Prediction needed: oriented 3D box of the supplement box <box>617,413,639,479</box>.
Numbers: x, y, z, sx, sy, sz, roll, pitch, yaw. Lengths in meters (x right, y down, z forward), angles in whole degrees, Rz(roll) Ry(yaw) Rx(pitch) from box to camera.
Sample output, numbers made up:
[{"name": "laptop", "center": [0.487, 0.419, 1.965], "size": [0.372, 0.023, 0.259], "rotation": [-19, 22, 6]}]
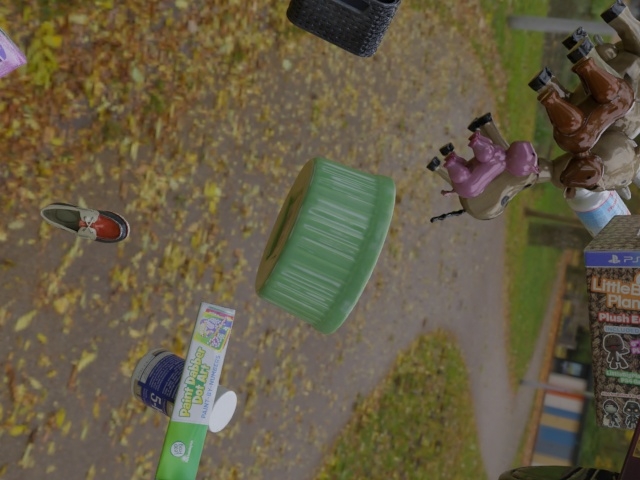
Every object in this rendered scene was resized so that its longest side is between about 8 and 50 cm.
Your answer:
[{"name": "supplement box", "center": [0.302, 0.146, 0.641], "size": [0.188, 0.104, 0.080], "rotation": [-52, 133, -39]}]

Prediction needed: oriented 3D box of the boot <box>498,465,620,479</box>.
[{"name": "boot", "center": [0.385, 0.441, 1.022], "size": [0.138, 0.378, 0.284], "rotation": [-10, 106, -64]}]

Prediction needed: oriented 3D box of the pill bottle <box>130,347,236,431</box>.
[{"name": "pill bottle", "center": [-0.259, 0.289, 1.627], "size": [0.112, 0.187, 0.112], "rotation": [-41, 142, -43]}]

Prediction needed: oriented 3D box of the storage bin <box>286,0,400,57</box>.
[{"name": "storage bin", "center": [0.046, -0.327, 1.069], "size": [0.084, 0.122, 0.180], "rotation": [117, -2, -47]}]

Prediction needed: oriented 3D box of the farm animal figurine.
[{"name": "farm animal figurine", "center": [0.310, -0.131, 1.001], "size": [0.327, 0.172, 0.330], "rotation": [-45, -173, -15]}]

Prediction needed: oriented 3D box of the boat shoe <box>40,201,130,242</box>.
[{"name": "boat shoe", "center": [-0.346, -0.027, 1.253], "size": [0.043, 0.137, 0.049], "rotation": [-6, 111, -71]}]

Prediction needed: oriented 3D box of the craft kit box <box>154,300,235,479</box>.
[{"name": "craft kit box", "center": [-0.185, 0.247, 1.213], "size": [0.246, 0.061, 0.249], "rotation": [110, -7, -61]}]

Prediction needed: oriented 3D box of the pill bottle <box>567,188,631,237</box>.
[{"name": "pill bottle", "center": [0.534, -0.076, 1.659], "size": [0.160, 0.087, 0.087], "rotation": [42, 56, -37]}]

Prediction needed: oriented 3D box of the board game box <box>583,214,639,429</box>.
[{"name": "board game box", "center": [0.523, 0.123, 1.355], "size": [0.232, 0.141, 0.290], "rotation": [-26, 112, -57]}]

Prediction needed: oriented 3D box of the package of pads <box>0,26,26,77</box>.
[{"name": "package of pads", "center": [-0.393, -0.231, 1.010], "size": [0.050, 0.032, 0.083], "rotation": [-33, 142, 0]}]

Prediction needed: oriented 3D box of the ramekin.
[{"name": "ramekin", "center": [0.000, 0.000, 1.507], "size": [0.303, 0.148, 0.303], "rotation": [-157, -90, -81]}]
